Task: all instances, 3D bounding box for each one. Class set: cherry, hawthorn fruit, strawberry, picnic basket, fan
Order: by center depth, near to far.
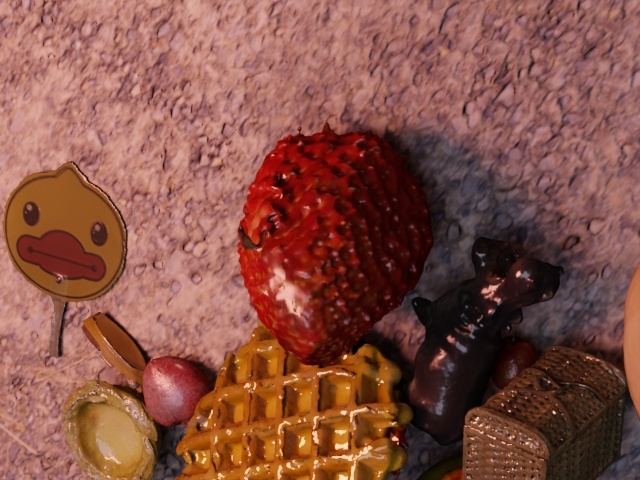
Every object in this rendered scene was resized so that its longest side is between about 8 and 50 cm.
[{"bbox_3d":[0.291,0.242,1.708,0.134,0.196,0.154,20,126,37],"label":"picnic basket"},{"bbox_3d":[-0.002,-0.001,1.729,0.292,0.343,0.292,5,107,16],"label":"strawberry"},{"bbox_3d":[0.266,0.171,1.814,0.077,0.077,0.077,7,108,22],"label":"hawthorn fruit"},{"bbox_3d":[-0.198,0.272,2.043,0.107,0.090,0.225,-29,102,14],"label":"cherry"},{"bbox_3d":[-0.413,0.033,2.103,0.230,0.011,0.335,16,110,19],"label":"fan"}]

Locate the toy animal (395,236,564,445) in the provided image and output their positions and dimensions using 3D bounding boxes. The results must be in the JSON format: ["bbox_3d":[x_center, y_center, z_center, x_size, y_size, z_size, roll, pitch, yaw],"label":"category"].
[{"bbox_3d":[0.195,0.119,1.768,0.168,0.106,0.343,62,139,43],"label":"toy animal"}]

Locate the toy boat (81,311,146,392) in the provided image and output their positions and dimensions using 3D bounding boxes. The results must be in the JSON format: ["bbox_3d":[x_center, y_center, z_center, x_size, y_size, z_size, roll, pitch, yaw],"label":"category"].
[{"bbox_3d":[-0.320,0.176,2.087,0.149,0.047,0.049,48,132,7],"label":"toy boat"}]

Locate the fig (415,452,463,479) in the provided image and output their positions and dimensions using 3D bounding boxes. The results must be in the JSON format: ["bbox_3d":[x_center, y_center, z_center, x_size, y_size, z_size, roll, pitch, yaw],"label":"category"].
[{"bbox_3d":[0.229,0.460,1.810,0.258,0.258,0.326,-7,103,25],"label":"fig"}]

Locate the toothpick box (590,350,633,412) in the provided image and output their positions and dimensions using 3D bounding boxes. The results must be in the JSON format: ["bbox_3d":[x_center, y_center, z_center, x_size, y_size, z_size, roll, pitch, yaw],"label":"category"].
[{"bbox_3d":[0.379,0.197,1.781,0.052,0.052,0.083,-36,88,28],"label":"toothpick box"}]

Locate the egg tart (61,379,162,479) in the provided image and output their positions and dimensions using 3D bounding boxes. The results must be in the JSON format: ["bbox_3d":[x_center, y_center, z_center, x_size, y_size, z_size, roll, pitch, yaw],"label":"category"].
[{"bbox_3d":[-0.327,0.307,2.111,0.197,0.078,0.197,8,110,24],"label":"egg tart"}]

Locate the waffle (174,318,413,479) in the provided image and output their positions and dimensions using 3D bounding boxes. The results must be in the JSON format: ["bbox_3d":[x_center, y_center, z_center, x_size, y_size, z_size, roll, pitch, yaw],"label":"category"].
[{"bbox_3d":[-0.048,0.290,1.851,0.380,0.095,0.382,37,95,43],"label":"waffle"}]

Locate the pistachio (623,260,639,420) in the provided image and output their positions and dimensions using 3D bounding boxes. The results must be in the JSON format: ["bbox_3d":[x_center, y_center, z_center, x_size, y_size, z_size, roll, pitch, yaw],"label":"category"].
[{"bbox_3d":[0.469,0.128,1.664,0.187,0.187,0.299,8,112,21],"label":"pistachio"}]
